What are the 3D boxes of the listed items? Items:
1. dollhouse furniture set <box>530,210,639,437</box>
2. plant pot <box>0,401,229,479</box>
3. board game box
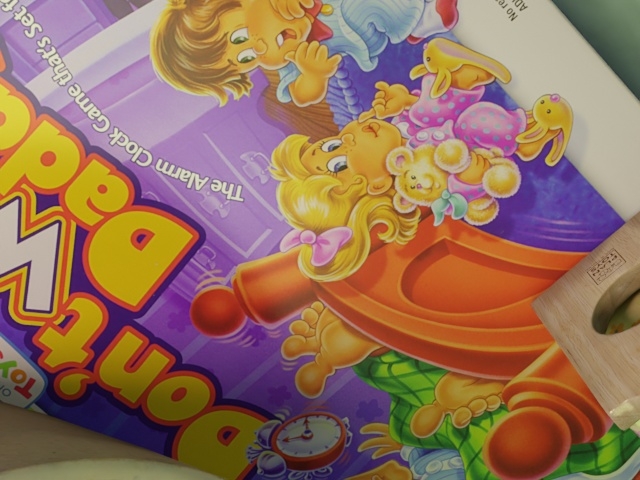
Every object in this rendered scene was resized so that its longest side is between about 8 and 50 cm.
[{"bbox_3d":[0.195,0.049,0.454,0.161,0.101,0.182,-41,108,7],"label":"dollhouse furniture set"},{"bbox_3d":[-0.167,0.145,0.449,0.274,0.256,0.257,19,134,47],"label":"plant pot"},{"bbox_3d":[0.000,0.000,0.513,0.233,0.078,0.347,-43,107,8],"label":"board game box"}]
